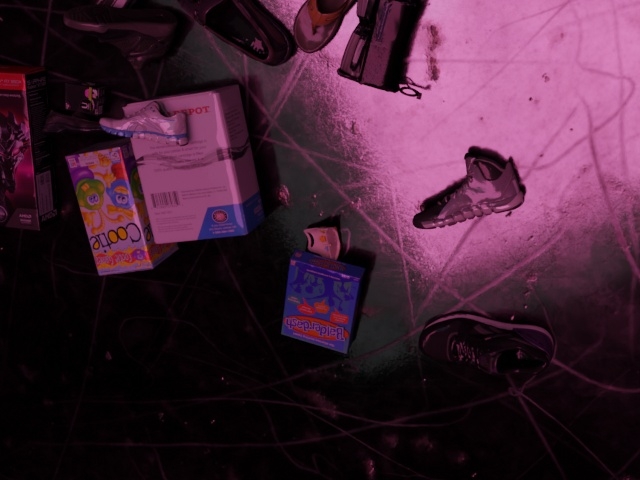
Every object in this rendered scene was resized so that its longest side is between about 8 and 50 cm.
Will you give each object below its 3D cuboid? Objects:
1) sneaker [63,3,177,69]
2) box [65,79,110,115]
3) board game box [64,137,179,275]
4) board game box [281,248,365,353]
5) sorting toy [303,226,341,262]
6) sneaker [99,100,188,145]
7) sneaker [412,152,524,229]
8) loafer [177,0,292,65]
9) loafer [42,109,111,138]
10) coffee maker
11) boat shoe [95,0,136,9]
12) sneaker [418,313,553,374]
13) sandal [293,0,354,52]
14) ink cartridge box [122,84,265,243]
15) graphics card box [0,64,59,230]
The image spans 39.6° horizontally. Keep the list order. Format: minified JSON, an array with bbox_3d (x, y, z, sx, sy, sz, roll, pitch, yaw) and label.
[{"bbox_3d":[-0.419,-0.418,1.852,0.227,0.087,0.130,-2,135,-24],"label":"sneaker"},{"bbox_3d":[-0.517,-0.317,1.976,0.083,0.052,0.062,13,110,13],"label":"box"},{"bbox_3d":[-0.437,-0.080,1.982,0.142,0.144,0.275,-7,106,18],"label":"board game box"},{"bbox_3d":[0.003,0.136,1.953,0.160,0.047,0.210,15,124,11],"label":"board game box"},{"bbox_3d":[0.000,0.000,1.935,0.075,0.045,0.083,3,121,29],"label":"sorting toy"},{"bbox_3d":[-0.356,-0.245,1.811,0.191,0.071,0.083,8,102,8],"label":"sneaker"},{"bbox_3d":[0.286,-0.107,1.796,0.229,0.086,0.132,-14,99,10],"label":"sneaker"},{"bbox_3d":[-0.193,-0.462,1.805,0.302,0.095,0.109,37,114,2],"label":"loafer"},{"bbox_3d":[-0.543,-0.265,1.999,0.170,0.062,0.061,3,80,9],"label":"loafer"},{"bbox_3d":[0.135,-0.390,1.733,0.171,0.120,0.178,11,114,-12],"label":"coffee maker"},{"bbox_3d":[-0.413,-0.534,1.858,0.070,0.078,0.219,43,116,-2],"label":"boat shoe"},{"bbox_3d":[0.339,0.224,1.860,0.283,0.124,0.107,0,107,17],"label":"sneaker"},{"bbox_3d":[0.020,-0.466,1.758,0.090,0.060,0.219,47,114,-2],"label":"sandal"},{"bbox_3d":[-0.266,-0.164,1.909,0.223,0.129,0.307,-5,106,19],"label":"ink cartridge box"},{"bbox_3d":[-0.740,-0.217,2.057,0.233,0.094,0.371,6,111,14],"label":"graphics card box"}]
